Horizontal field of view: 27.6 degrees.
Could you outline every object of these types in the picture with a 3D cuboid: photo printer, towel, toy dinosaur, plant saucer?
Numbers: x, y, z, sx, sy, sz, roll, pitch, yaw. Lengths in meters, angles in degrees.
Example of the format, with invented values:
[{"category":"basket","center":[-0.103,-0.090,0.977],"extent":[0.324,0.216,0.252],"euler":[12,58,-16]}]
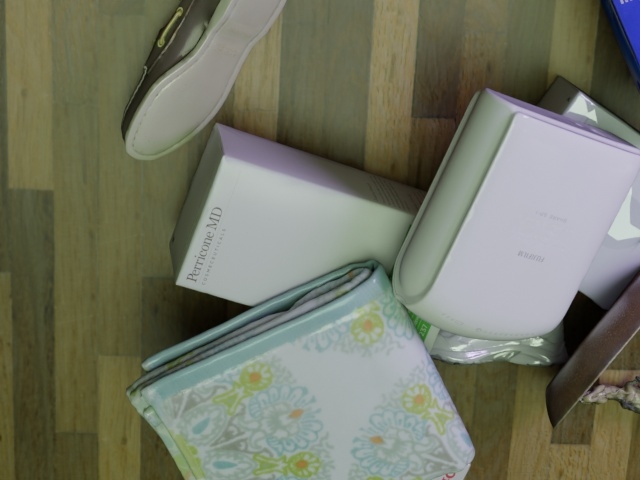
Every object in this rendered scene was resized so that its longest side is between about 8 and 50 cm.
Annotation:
[{"category":"photo printer","center":[0.241,-0.016,1.647],"extent":[0.256,0.107,0.307],"euler":[15,108,-35]},{"category":"towel","center":[-0.024,0.231,1.717],"extent":[0.374,0.090,0.320],"euler":[-24,115,7]},{"category":"toy dinosaur","center":[0.521,0.246,1.934],"extent":[0.268,0.118,0.064],"euler":[20,66,-11]},{"category":"plant saucer","center":[0.406,0.129,1.801],"extent":[0.050,0.310,0.310],"euler":[39,103,14]}]

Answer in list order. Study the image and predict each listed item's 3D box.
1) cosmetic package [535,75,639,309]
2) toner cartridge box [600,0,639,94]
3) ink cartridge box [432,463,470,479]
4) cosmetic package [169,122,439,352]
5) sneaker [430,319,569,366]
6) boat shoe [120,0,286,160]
[{"category":"cosmetic package","center":[0.362,-0.068,1.803],"extent":[0.225,0.138,0.224],"euler":[33,103,-13]},{"category":"toner cartridge box","center":[0.456,-0.309,1.678],"extent":[0.165,0.075,0.348],"euler":[-20,75,6]},{"category":"ink cartridge box","center":[0.072,0.316,1.891],"extent":[0.233,0.168,0.171],"euler":[24,104,-10]},{"category":"cosmetic package","center":[0.000,0.000,1.752],"extent":[0.366,0.155,0.197],"euler":[15,108,-16]},{"category":"sneaker","center":[0.244,0.125,1.896],"extent":[0.232,0.090,0.115],"euler":[1,86,1]},{"category":"boat shoe","center":[-0.169,-0.254,1.741],"extent":[0.116,0.097,0.324],"euler":[17,115,-50]}]
